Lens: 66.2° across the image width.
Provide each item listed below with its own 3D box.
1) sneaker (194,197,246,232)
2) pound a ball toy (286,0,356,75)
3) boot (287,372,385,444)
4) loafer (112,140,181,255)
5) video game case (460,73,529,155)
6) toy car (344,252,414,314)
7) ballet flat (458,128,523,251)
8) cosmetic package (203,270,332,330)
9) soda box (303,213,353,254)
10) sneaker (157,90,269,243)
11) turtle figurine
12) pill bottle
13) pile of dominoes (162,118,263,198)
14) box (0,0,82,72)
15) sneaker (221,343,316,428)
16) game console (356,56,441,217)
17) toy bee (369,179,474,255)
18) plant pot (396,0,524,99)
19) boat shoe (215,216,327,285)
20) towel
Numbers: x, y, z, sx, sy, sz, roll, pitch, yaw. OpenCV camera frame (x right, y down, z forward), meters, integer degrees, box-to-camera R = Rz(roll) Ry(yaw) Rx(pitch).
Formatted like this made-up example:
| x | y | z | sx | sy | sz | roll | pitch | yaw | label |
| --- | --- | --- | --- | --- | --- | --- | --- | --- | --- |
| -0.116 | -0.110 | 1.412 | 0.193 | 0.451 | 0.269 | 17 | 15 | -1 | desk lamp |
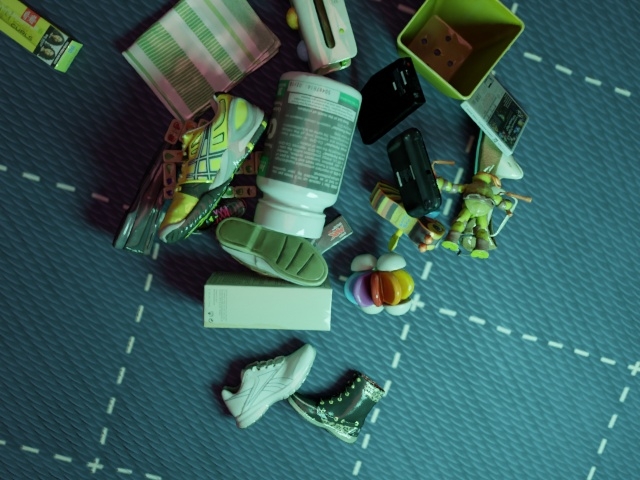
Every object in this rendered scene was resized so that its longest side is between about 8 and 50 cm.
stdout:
| x | y | z | sx | sy | sz | roll | pitch | yaw | label |
| --- | --- | --- | --- | --- | --- | --- | --- | --- | --- |
| -0.270 | -0.059 | 1.256 | 0.170 | 0.075 | 0.063 | -21 | 98 | -1 | sneaker |
| -0.021 | -0.563 | 1.135 | 0.135 | 0.208 | 0.319 | -18 | 99 | -1 | pound a ball toy |
| 0.044 | 0.425 | 1.340 | 0.236 | 0.085 | 0.179 | 35 | 91 | -11 | boot |
| -0.418 | -0.104 | 1.237 | 0.095 | 0.109 | 0.303 | 26 | 93 | -28 | loafer |
| 0.440 | -0.322 | 1.230 | 0.173 | 0.022 | 0.190 | 45 | 51 | -8 | video game case |
| 0.139 | 0.121 | 1.256 | 0.182 | 0.136 | 0.159 | -4 | 102 | 39 | toy car |
| 0.445 | -0.132 | 1.257 | 0.124 | 0.116 | 0.343 | 14 | 99 | 28 | ballet flat |
| -0.131 | 0.150 | 1.253 | 0.309 | 0.160 | 0.113 | 3 | 99 | -3 | cosmetic package |
| 0.000 | 0.000 | 1.291 | 0.169 | 0.053 | 0.060 | -35 | 98 | 1 | soda box |
| -0.273 | -0.169 | 1.141 | 0.147 | 0.145 | 0.385 | 33 | 76 | -12 | sneaker |
| 0.372 | -0.074 | 1.141 | 0.269 | 0.087 | 0.217 | 19 | 75 | -11 | turtle figurine |
| -0.039 | -0.199 | 1.186 | 0.204 | 0.204 | 0.361 | 13 | 96 | -5 | pill bottle |
| -0.258 | -0.201 | 1.209 | 0.251 | 0.040 | 0.196 | -4 | 99 | -26 | pile of dominoes |
| -0.702 | -0.512 | 1.177 | 0.232 | 0.058 | 0.087 | 37 | 96 | -7 | box |
| -0.139 | 0.371 | 1.311 | 0.297 | 0.111 | 0.129 | -40 | 92 | 1 | sneaker |
| 0.184 | -0.227 | 1.156 | 0.044 | 0.213 | 0.361 | -11 | 81 | -30 | game console |
| 0.247 | -0.046 | 1.207 | 0.298 | 0.162 | 0.195 | 14 | 115 | 19 | toy bee |
| 0.305 | -0.473 | 1.177 | 0.212 | 0.187 | 0.212 | 38 | 94 | -8 | plant pot |
| -0.116 | 0.037 | 1.232 | 0.302 | 0.103 | 0.113 | 26 | 65 | 15 | boat shoe |
| -0.293 | -0.474 | 1.218 | 0.325 | 0.038 | 0.248 | -40 | 97 | 3 | towel |
